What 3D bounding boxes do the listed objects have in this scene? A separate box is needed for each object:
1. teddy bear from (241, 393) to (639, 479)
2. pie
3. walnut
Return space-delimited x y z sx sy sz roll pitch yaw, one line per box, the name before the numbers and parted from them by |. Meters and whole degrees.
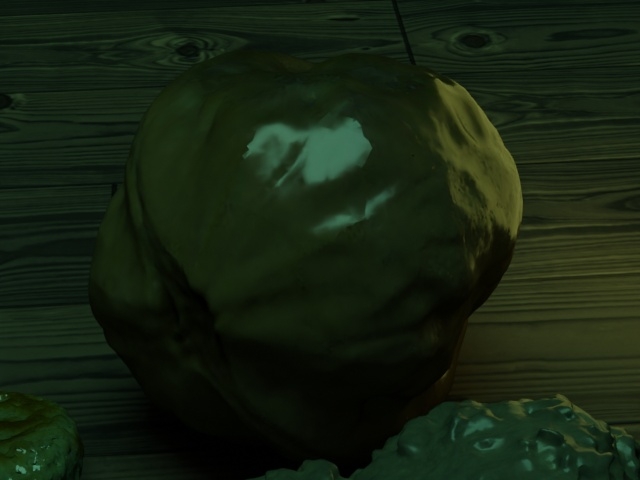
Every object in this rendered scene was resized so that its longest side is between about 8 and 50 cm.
teddy bear | 0.063 0.242 1.245 0.368 0.224 0.357 -7 28 20
pie | -0.328 0.165 1.391 0.303 0.066 0.302 4 7 0
walnut | -0.001 0.002 1.492 0.384 0.383 0.383 -1 30 0
